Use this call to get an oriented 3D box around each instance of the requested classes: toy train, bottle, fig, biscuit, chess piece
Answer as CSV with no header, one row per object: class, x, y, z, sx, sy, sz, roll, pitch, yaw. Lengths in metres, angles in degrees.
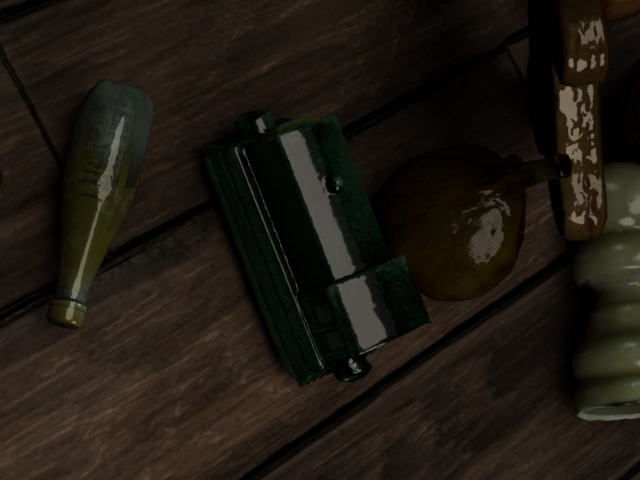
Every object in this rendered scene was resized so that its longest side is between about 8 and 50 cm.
toy train,0.000,0.000,1.552,0.139,0.178,0.330,-23,92,-31
bottle,-0.242,-0.037,1.476,0.083,0.083,0.269,19,74,-26
fig,0.203,-0.044,1.631,0.191,0.290,0.190,30,46,-37
biscuit,0.293,-0.214,1.619,0.076,0.394,0.368,-7,38,3
chess piece,0.402,0.059,1.787,0.182,0.182,0.330,5,72,-29

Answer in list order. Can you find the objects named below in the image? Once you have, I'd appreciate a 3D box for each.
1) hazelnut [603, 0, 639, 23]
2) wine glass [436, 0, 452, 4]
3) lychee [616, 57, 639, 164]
hazelnut,0.381,-0.374,1.871,0.182,0.182,0.182,7,76,-29
wine glass,0.225,-0.446,1.757,0.143,0.143,0.321,43,85,-16
lychee,0.529,-0.163,1.840,0.268,0.267,0.267,7,76,-29
